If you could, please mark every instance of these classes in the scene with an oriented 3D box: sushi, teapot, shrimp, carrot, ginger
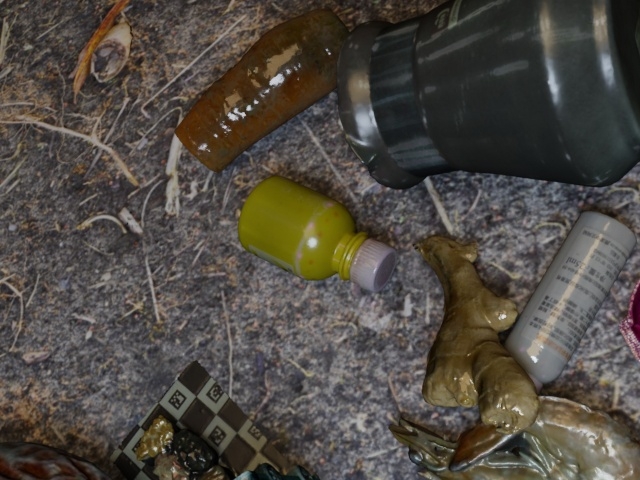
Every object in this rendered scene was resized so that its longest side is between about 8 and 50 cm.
[{"bbox_3d":[-0.184,0.300,1.140,0.215,0.050,0.192,40,88,26],"label":"sushi"},{"bbox_3d":[0.230,-0.226,1.056,0.361,0.306,0.376,-7,38,34],"label":"teapot"},{"bbox_3d":[0.232,0.253,0.983,0.317,0.077,0.168,15,98,21],"label":"shrimp"},{"bbox_3d":[-0.080,-0.230,1.248,0.302,0.138,0.139,-41,64,3],"label":"carrot"},{"bbox_3d":[0.183,0.114,1.026,0.148,0.081,0.334,-46,31,34],"label":"ginger"}]

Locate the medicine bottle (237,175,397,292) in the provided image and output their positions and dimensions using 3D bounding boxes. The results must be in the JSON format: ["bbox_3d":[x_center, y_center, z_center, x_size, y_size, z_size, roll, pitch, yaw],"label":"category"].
[{"bbox_3d":[0.000,0.000,1.142,0.212,0.122,0.122,26,81,25],"label":"medicine bottle"}]

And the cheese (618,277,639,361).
[{"bbox_3d":[0.481,0.073,0.985,0.244,0.062,0.155,-28,66,7],"label":"cheese"}]

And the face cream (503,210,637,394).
[{"bbox_3d":[0.297,0.093,1.030,0.082,0.082,0.269,30,83,25],"label":"face cream"}]

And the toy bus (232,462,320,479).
[{"bbox_3d":[-0.051,0.354,0.963,0.128,0.256,0.147,-42,67,1],"label":"toy bus"}]

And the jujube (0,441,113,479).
[{"bbox_3d":[-0.353,0.404,1.056,0.307,0.247,0.215,14,34,34],"label":"jujube"}]
